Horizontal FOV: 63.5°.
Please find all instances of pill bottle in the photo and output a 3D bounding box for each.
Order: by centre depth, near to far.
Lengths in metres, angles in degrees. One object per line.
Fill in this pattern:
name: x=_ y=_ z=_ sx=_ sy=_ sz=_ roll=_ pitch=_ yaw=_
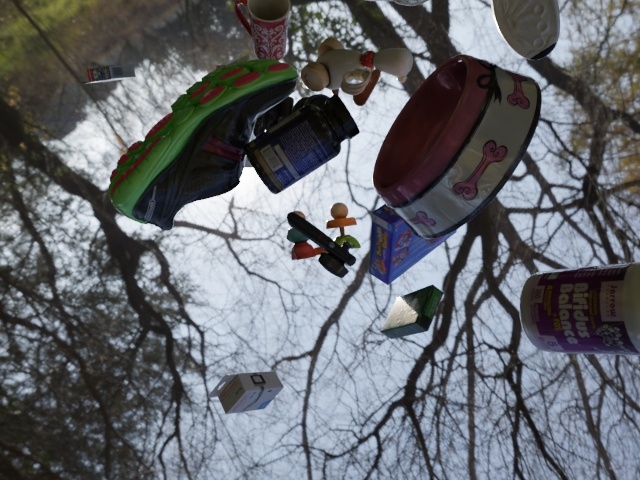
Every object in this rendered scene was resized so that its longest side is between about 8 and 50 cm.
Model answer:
pill bottle: x=0.547 y=0.128 z=0.964 sx=0.302 sy=0.169 sz=0.169 roll=-14 pitch=-143 yaw=53
pill bottle: x=-0.036 y=-0.200 z=1.057 sx=0.219 sy=0.122 sz=0.123 roll=-32 pitch=-147 yaw=5

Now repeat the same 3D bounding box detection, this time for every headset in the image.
headset: x=-0.078 y=-0.342 z=1.535 sx=0.244 sy=0.394 sz=0.185 roll=8 pitch=-92 yaw=24

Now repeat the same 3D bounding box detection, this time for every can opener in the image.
can opener: x=0.000 y=0.000 z=1.132 sx=0.073 sy=0.186 sz=0.059 roll=-48 pitch=178 yaw=-19

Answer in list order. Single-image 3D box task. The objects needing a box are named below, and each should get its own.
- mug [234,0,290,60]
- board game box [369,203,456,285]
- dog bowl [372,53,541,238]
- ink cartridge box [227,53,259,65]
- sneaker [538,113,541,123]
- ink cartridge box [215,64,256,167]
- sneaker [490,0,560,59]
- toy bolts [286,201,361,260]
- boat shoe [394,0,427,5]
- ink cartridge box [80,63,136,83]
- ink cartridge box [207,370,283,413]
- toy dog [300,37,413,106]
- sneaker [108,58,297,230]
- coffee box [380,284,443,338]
mug: x=-0.149 y=-0.592 z=1.412 sx=0.113 sy=0.169 sz=0.150 roll=-34 pitch=-105 yaw=-15
board game box: x=0.292 y=-0.052 z=1.539 sx=0.347 sy=0.233 sz=0.078 roll=-32 pitch=-131 yaw=-32
dog bowl: x=0.266 y=-0.215 z=1.121 sx=0.408 sy=0.150 sz=0.408 roll=-54 pitch=-162 yaw=26
ink cartridge box: x=-0.313 y=-0.636 z=1.998 sx=0.181 sy=0.062 sz=0.104 roll=-5 pitch=-105 yaw=45
sneaker: x=0.475 y=-0.242 z=1.406 sx=0.292 sy=0.118 sz=0.110 roll=-63 pitch=-176 yaw=2
ink cartridge box: x=-0.273 y=-0.397 z=1.671 sx=0.114 sy=0.272 sz=0.197 roll=-1 pitch=-133 yaw=2
sneaker: x=0.452 y=-0.572 z=1.172 sx=0.130 sy=0.322 sz=0.236 roll=-28 pitch=-174 yaw=36
toy bolts: x=-0.011 y=-0.030 z=1.695 sx=0.229 sy=0.158 sz=0.218 roll=-10 pitch=180 yaw=-22
boat shoe: x=0.161 y=-0.633 z=1.189 sx=0.340 sy=0.113 sz=0.127 roll=-17 pitch=178 yaw=-43
ink cartridge box: x=-0.457 y=-0.355 z=1.102 sx=0.115 sy=0.029 sz=0.063 roll=6 pitch=-158 yaw=33
ink cartridge box: x=-0.202 y=0.412 z=1.401 sx=0.104 sy=0.180 sz=0.060 roll=-51 pitch=-126 yaw=22
toy dog: x=0.102 y=-0.458 z=1.456 sx=0.220 sy=0.161 sz=0.334 roll=-41 pitch=-134 yaw=-11
sneaker: x=-0.239 y=-0.215 z=1.138 sx=0.483 sy=0.202 sz=0.185 roll=-41 pitch=-138 yaw=0
coffee box: x=0.224 y=0.180 z=1.279 sx=0.113 sy=0.040 sz=0.184 roll=-61 pitch=-171 yaw=-26
